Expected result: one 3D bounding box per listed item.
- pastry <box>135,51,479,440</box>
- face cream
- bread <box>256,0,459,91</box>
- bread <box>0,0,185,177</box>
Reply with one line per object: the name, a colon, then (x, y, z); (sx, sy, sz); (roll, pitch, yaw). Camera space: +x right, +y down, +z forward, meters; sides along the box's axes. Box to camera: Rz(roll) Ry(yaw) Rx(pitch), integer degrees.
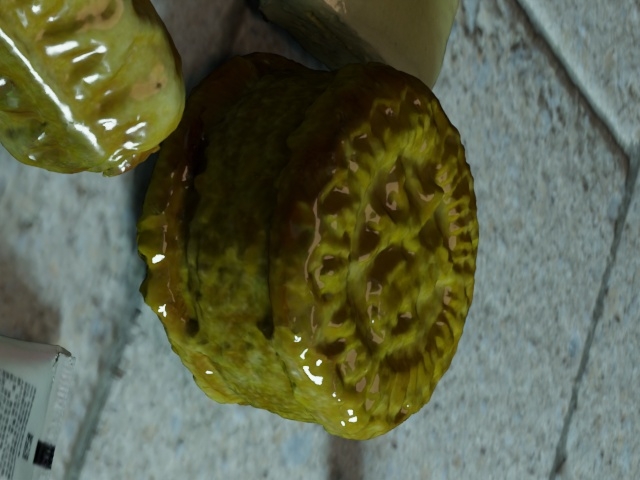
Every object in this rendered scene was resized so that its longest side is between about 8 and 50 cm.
pastry: (0.000, 0.000, 0.860); (0.188, 0.103, 0.189); (-17, 110, -57)
face cream: (-0.161, 0.056, 0.659); (0.243, 0.058, 0.092); (39, 57, -61)
bread: (0.037, -0.171, 0.926); (0.139, 0.060, 0.178); (42, 61, -53)
bread: (-0.148, -0.143, 0.602); (0.084, 0.077, 0.367); (-39, 137, -5)
